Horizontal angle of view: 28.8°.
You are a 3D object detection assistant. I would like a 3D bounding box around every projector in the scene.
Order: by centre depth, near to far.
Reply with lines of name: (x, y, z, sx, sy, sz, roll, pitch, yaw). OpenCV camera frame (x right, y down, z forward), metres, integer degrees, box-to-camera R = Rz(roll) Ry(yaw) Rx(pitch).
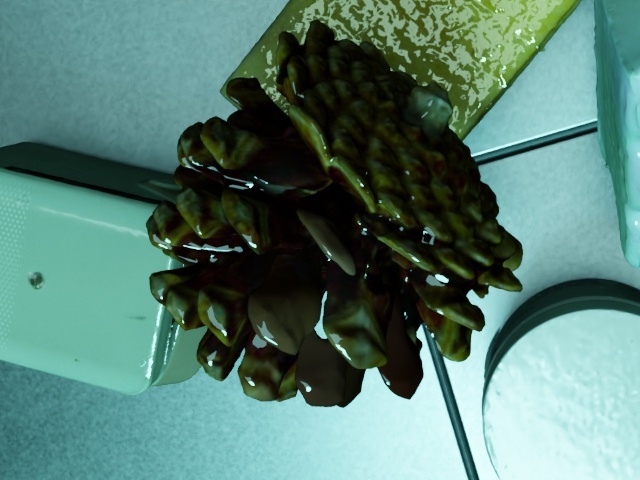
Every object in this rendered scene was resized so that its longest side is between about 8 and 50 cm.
projector: (-0.188, 0.019, 1.016, 0.242, 0.177, 0.164, 13, 103, 8)

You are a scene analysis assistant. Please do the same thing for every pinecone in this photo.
pinecone: (0.002, -0.002, 0.850, 0.264, 0.264, 0.264, 1, 99, 8)

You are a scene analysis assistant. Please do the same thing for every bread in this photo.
bread: (0.071, -0.165, 0.984, 0.184, 0.114, 0.275, 41, 101, 4)

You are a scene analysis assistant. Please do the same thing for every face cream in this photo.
face cream: (0.217, 0.126, 0.986, 0.177, 0.153, 0.177, 1, 97, 8)

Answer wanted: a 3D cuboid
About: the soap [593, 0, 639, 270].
soap: (0.409, -0.133, 0.798, 0.446, 0.156, 0.261, -7, 138, 9)
